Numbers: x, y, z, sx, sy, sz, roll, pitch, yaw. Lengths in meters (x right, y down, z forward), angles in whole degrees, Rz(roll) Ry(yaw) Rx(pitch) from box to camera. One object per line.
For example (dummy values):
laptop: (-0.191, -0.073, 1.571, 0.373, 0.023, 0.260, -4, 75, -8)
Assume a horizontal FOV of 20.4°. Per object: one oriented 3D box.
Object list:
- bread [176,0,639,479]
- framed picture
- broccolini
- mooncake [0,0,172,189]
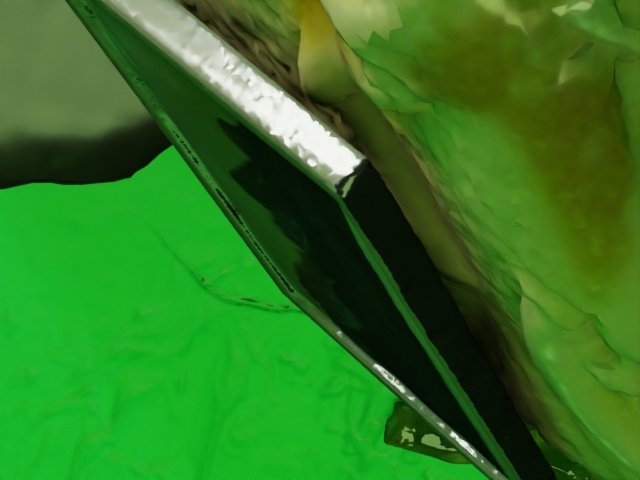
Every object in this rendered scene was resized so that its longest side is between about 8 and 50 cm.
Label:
bread: (0.143, -0.138, 0.611, 0.371, 0.279, 0.390, -40, 120, -13)
framed picture: (-0.001, 0.001, 0.660, 0.018, 0.192, 0.265, -44, 142, -8)
broccolini: (0.143, 0.108, 0.915, 0.216, 0.067, 0.058, 17, 109, 1)
mooncake: (-0.125, -0.164, 0.736, 0.283, 0.141, 0.283, -4, 115, -8)
